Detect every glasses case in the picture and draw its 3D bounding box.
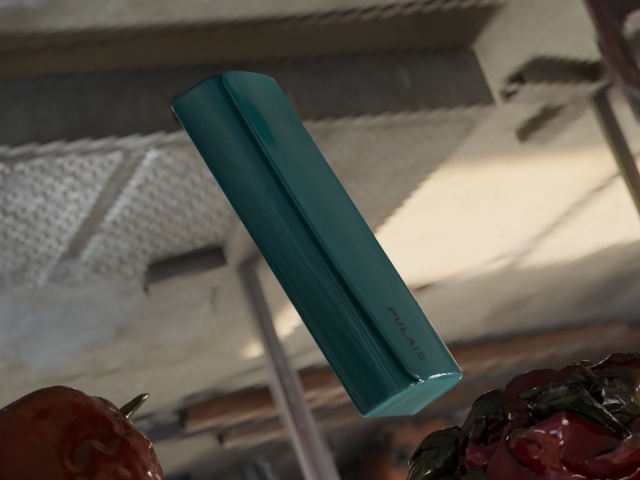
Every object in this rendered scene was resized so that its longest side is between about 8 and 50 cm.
[{"bbox_3d":[0.000,0.000,1.358,0.070,0.301,0.117,-36,164,17],"label":"glasses case"}]

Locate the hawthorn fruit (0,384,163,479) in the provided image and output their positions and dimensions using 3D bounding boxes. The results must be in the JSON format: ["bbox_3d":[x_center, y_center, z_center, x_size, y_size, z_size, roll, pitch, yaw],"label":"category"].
[{"bbox_3d":[-0.203,0.198,1.317,0.189,0.251,0.189,18,143,14],"label":"hawthorn fruit"}]

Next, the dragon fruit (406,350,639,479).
[{"bbox_3d":[0.123,0.167,0.864,0.218,0.198,0.273,-19,172,-33],"label":"dragon fruit"}]
